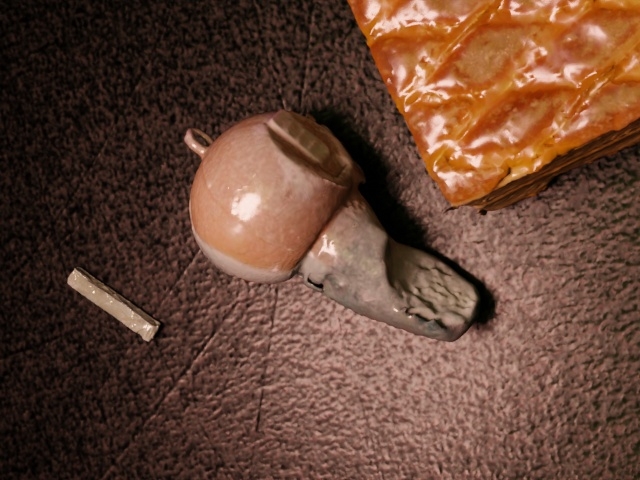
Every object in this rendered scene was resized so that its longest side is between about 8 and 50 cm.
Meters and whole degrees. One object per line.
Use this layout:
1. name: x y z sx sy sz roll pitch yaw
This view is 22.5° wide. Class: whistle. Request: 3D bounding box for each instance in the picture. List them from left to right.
1. whistle: 0.000 0.000 1.630 0.348 0.189 0.189 36 102 1

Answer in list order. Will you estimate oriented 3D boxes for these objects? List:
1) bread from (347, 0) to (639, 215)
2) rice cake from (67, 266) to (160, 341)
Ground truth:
1. bread: 0.198 -0.201 1.525 0.279 0.207 0.279 -24 83 19
2. rice cake: -0.228 0.070 1.777 0.121 0.021 0.022 34 112 15
